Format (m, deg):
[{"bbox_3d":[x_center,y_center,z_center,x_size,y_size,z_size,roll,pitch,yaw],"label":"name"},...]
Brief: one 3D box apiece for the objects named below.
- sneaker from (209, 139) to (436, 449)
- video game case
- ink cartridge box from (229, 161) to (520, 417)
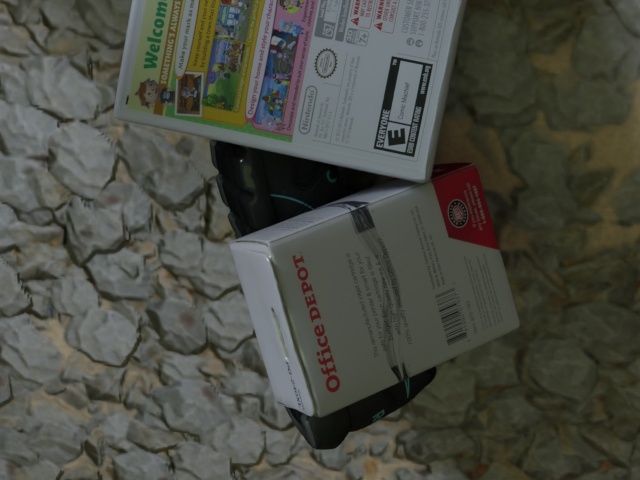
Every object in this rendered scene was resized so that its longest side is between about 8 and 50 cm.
[{"bbox_3d":[0.000,0.000,0.973,0.106,0.101,0.267,-19,108,-11],"label":"sneaker"},{"bbox_3d":[-0.010,-0.156,0.868,0.193,0.023,0.212,12,99,7],"label":"video game case"},{"bbox_3d":[0.032,0.027,0.900,0.063,0.150,0.109,6,115,63],"label":"ink cartridge box"}]
